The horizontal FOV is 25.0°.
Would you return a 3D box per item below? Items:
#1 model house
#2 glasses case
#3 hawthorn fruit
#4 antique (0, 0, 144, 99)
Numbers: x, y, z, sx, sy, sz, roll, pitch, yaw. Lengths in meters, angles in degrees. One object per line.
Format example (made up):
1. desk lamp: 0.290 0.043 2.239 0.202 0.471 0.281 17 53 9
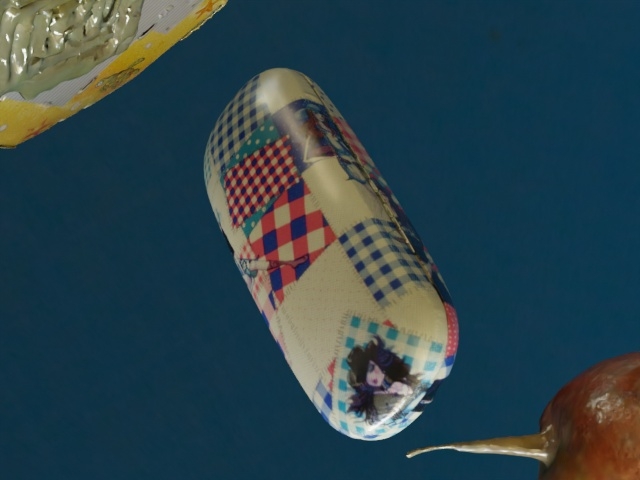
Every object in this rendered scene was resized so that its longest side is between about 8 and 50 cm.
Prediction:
1. model house: -0.171 -0.172 0.899 0.207 0.219 0.136 -41 -96 14
2. glasses case: 0.000 0.000 1.057 0.125 0.076 0.327 -50 -133 23
3. hawthorn fruit: 0.161 0.100 0.647 0.189 0.149 0.149 39 -102 -5
4. antique: -0.192 -0.205 0.645 0.125 0.150 0.284 -31 -111 -37
